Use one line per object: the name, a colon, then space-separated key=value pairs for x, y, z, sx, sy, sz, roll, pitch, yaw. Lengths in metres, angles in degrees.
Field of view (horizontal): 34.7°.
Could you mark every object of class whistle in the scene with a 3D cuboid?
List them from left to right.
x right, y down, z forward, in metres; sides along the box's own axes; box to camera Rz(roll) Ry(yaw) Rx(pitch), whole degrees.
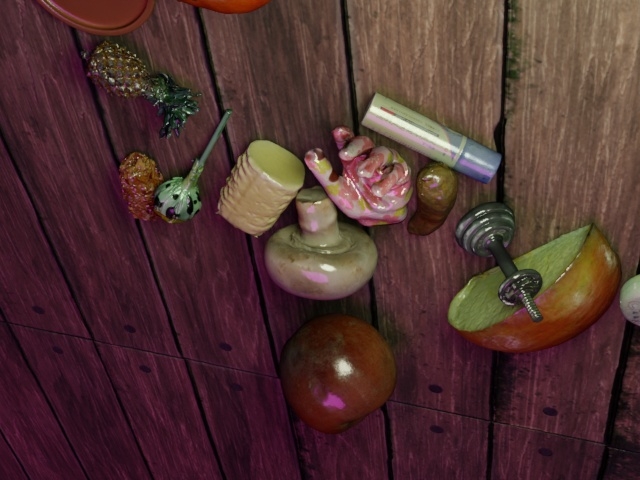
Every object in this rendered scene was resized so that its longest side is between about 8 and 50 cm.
whistle: x=0.604 y=0.132 z=1.813 sx=0.126 sy=0.067 sz=0.258 roll=-9 pitch=137 yaw=25

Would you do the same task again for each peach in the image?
peach: x=0.029 y=0.271 z=2.120 sx=0.252 sy=0.252 sz=0.252 roll=13 pitch=141 yaw=11

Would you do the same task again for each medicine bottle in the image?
medicine bottle: x=0.180 y=-0.165 z=1.671 sx=0.231 sy=0.059 sz=0.059 roll=25 pitch=141 yaw=-4

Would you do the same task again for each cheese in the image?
cheese: x=-0.109 y=-0.096 z=1.867 sx=0.123 sy=0.094 sz=0.167 roll=36 pitch=136 yaw=-2

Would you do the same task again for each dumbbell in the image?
dumbbell: x=0.310 y=0.037 z=1.716 sx=0.110 sy=0.254 sz=0.110 roll=-12 pitch=137 yaw=-12

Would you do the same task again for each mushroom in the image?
mushroom: x=-0.007 y=0.008 z=1.870 sx=0.206 sy=0.206 sz=0.209 roll=-16 pitch=95 yaw=38

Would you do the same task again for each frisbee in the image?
frisbee: x=-0.382 y=-0.436 z=1.656 sx=0.251 sy=0.021 sz=0.251 roll=13 pitch=140 yaw=11

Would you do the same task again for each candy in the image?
candy: x=-0.231 y=-0.139 z=1.897 sx=0.091 sy=0.083 sz=0.305 roll=4 pitch=142 yaw=-29

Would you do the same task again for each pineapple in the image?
pineapple: x=-0.317 y=-0.263 z=1.768 sx=0.221 sy=0.103 sz=0.083 roll=32 pitch=174 yaw=-13

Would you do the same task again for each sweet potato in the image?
sweet potato: x=0.191 y=-0.063 z=1.745 sx=0.075 sy=0.075 sz=0.273 roll=18 pitch=164 yaw=6

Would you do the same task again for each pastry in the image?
pastry: x=-0.350 y=-0.095 z=2.003 sx=0.087 sy=0.063 sz=0.169 roll=5 pitch=138 yaw=16

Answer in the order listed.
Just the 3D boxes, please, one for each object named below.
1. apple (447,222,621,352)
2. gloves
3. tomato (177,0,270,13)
apple: x=0.391 y=0.104 z=1.834 sx=0.346 sy=0.254 sz=0.179 roll=-32 pitch=77 yaw=45
gloves: x=0.073 y=-0.120 z=1.731 sx=0.145 sy=0.126 sz=0.241 roll=20 pitch=148 yaw=33
tomato: x=-0.142 y=-0.433 z=1.380 sx=0.256 sy=0.224 sz=0.256 roll=16 pitch=145 yaw=11
